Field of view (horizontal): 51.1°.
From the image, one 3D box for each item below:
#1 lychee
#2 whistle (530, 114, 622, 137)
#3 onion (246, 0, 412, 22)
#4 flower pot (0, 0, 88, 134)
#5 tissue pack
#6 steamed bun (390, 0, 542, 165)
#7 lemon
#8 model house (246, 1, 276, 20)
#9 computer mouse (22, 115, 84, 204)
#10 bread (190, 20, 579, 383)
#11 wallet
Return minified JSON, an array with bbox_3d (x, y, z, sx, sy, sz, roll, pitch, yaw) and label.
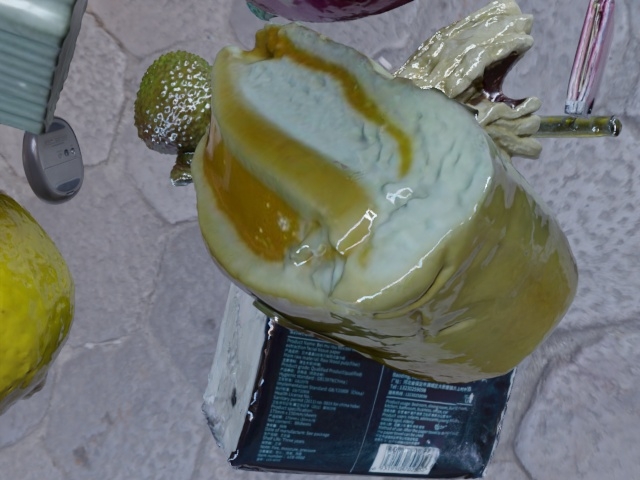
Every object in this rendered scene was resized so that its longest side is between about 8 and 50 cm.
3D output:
[{"bbox_3d":[-0.346,-0.322,1.715,0.270,0.270,0.320,-30,97,12],"label":"lychee"},{"bbox_3d":[0.631,-0.299,1.770,0.057,0.068,0.326,-47,31,-22],"label":"whistle"},{"bbox_3d":[0.041,-0.389,0.641,0.358,0.345,0.358,14,112,37],"label":"onion"},{"bbox_3d":[-0.258,-0.214,0.479,0.189,0.239,0.209,15,59,-20],"label":"flower pot"},{"bbox_3d":[0.053,0.202,1.021,0.416,0.253,0.264,9,99,-23],"label":"tissue pack"},{"bbox_3d":[0.226,-0.189,1.102,0.428,0.247,0.189,-37,46,-15],"label":"steamed bun"},{"bbox_3d":[-0.377,0.045,0.622,0.253,0.253,0.310,-41,116,10],"label":"lemon"},{"bbox_3d":[-0.093,-0.527,1.028,0.241,0.226,0.261,37,133,4],"label":"model house"},{"bbox_3d":[-0.292,-0.086,0.724,0.039,0.066,0.096,2,111,27],"label":"computer mouse"},{"bbox_3d":[0.054,-0.005,0.579,0.210,0.341,0.300,-50,54,8],"label":"bread"},{"bbox_3d":[0.297,-0.194,0.733,0.025,0.232,0.119,14,104,21],"label":"wallet"}]
